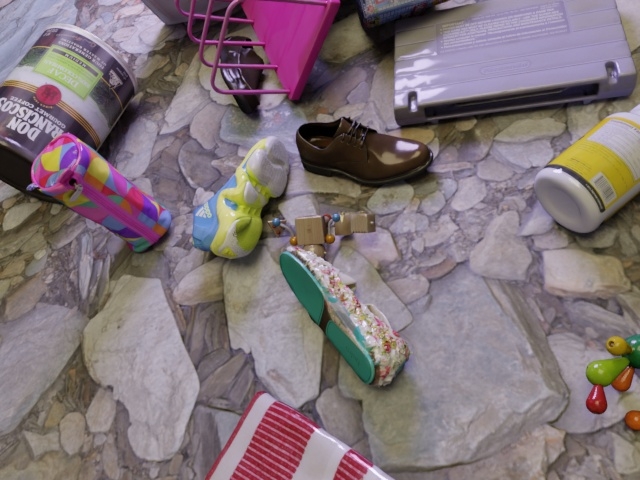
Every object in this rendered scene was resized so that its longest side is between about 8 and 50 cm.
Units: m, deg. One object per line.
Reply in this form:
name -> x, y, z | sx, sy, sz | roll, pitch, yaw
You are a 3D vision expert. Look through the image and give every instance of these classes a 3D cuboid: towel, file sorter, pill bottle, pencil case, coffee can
towel -> -0.028, 0.322, 0.573 | 0.329, 0.037, 0.237 | 18, 72, 46
file sorter -> -0.135, -0.420, 0.964 | 0.182, 0.202, 0.290 | -8, 59, -31
pill bottle -> 0.382, -0.101, 0.728 | 0.184, 0.103, 0.103 | -38, 55, -7
pencil case -> -0.336, -0.066, 0.869 | 0.104, 0.236, 0.104 | -9, 64, 20
coffee can -> -0.506, -0.239, 1.055 | 0.202, 0.201, 0.275 | 11, 63, 24

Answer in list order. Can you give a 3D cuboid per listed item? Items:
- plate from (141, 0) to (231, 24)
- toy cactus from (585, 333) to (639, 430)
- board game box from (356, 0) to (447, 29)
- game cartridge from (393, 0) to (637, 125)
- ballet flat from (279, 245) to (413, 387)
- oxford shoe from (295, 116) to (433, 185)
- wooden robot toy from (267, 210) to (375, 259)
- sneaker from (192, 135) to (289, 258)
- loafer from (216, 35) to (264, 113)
plate -> -0.252, -0.533, 1.142 | 0.278, 0.277, 0.045 | -17, 87, 8
toy cactus -> 0.398, 0.118, 0.598 | 0.219, 0.112, 0.180 | -9, 47, 24
board game box -> 0.164, -0.435, 0.989 | 0.194, 0.194, 0.060 | -16, 98, 8
game cartridge -> 0.299, -0.307, 0.915 | 0.355, 0.068, 0.230 | -4, 54, 16
ballet flat -> 0.032, 0.094, 0.752 | 0.077, 0.091, 0.241 | -18, 53, -30
oxford shoe -> 0.061, -0.144, 0.870 | 0.227, 0.096, 0.082 | 7, 60, 21
wooden robot toy -> 0.000, 0.000, 0.833 | 0.173, 0.076, 0.079 | -3, 94, 17
sneaker -> -0.139, -0.076, 0.899 | 0.126, 0.091, 0.240 | -4, 46, 30
loafer -> -0.147, -0.332, 1.065 | 0.078, 0.080, 0.220 | -23, 55, 5
